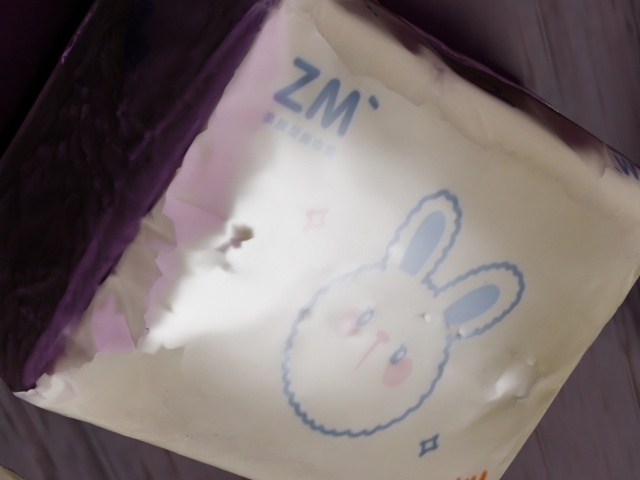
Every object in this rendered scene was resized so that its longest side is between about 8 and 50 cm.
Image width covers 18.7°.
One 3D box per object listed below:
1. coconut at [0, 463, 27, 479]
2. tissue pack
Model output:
[{"bbox_3d":[-0.135,0.139,0.539,0.194,0.194,0.194,-17,124,-26],"label":"coconut"},{"bbox_3d":[0.000,0.000,0.607,0.196,0.092,0.148,25,101,-41],"label":"tissue pack"}]
